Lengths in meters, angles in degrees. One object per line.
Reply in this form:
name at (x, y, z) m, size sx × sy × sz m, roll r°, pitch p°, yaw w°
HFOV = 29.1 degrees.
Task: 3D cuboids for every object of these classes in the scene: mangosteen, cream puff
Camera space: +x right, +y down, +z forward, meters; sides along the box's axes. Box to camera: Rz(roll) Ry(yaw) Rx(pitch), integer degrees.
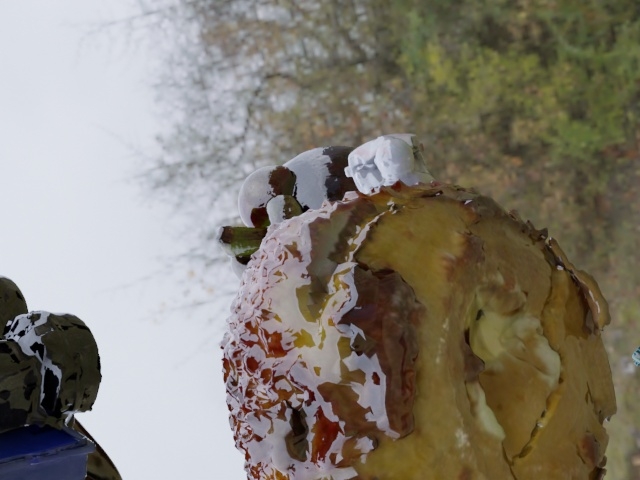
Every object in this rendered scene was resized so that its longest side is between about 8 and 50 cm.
mangosteen at (0.000, 0.000, 1.937) m, size 0.347 × 0.307 × 0.307 m, roll -3°, pitch -101°, yaw -40°
cream puff at (0.061, 0.112, 0.939) m, size 0.350 × 0.228 × 0.351 m, roll 16°, pitch -113°, yaw -44°

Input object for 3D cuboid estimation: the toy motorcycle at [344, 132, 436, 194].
toy motorcycle at (0.092, -0.040, 1.373) m, size 0.260 × 0.110 × 0.171 m, roll -113°, pitch 4°, yaw -53°

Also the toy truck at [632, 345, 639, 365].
toy truck at (0.326, 0.119, 1.120) m, size 0.083 × 0.039 × 0.044 m, roll 44°, pitch 129°, yaw 33°

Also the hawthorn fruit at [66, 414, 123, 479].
hawthorn fruit at (-0.298, 0.263, 1.114) m, size 0.267 × 0.301 × 0.268 m, roll 28°, pitch -148°, yaw -19°

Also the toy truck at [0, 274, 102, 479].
toy truck at (-0.238, 0.121, 0.748) m, size 0.161 × 0.213 × 0.177 m, roll -7°, pitch -72°, yaw -40°
